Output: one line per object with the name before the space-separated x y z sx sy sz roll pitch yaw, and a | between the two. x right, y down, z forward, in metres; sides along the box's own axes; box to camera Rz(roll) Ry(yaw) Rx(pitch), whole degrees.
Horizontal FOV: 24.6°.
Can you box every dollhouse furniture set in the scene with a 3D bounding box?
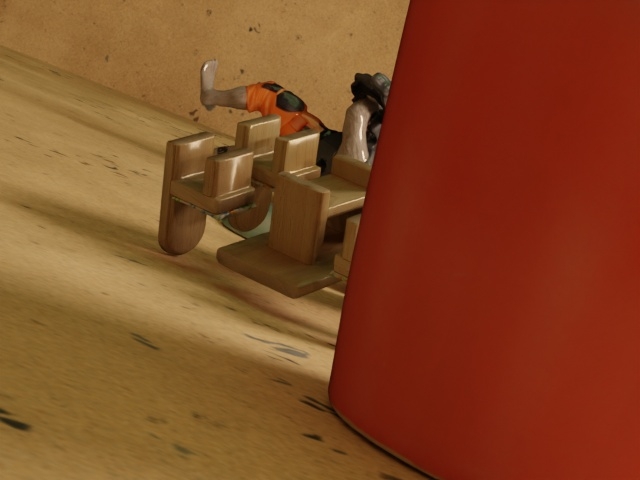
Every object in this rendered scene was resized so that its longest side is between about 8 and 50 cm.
dollhouse furniture set | 0.030 0.015 1.075 0.212 0.161 0.242 24 28 33

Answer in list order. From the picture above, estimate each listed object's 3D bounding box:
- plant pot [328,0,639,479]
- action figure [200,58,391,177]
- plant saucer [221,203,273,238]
plant pot | 0.136 0.005 0.735 0.275 0.243 0.275 20 5 -2
action figure | 0.008 -0.086 1.964 0.330 0.178 0.341 25 -28 29
plant saucer | 0.000 0.000 1.430 0.195 0.037 0.195 22 5 -2
